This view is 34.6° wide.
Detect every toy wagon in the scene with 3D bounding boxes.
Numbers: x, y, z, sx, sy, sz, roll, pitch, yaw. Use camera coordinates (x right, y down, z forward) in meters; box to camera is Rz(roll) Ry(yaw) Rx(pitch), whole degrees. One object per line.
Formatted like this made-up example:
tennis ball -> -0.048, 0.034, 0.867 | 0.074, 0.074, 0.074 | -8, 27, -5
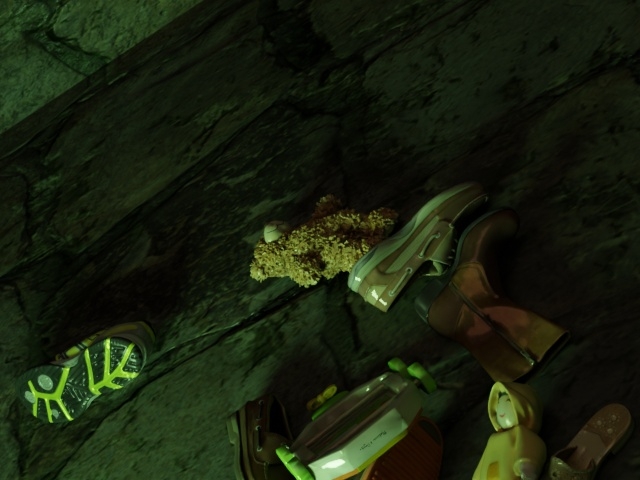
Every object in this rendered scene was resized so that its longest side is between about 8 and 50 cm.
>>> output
toy wagon -> 0.051, 0.302, 1.731 | 0.267, 0.068, 0.344 | -36, 5, -10

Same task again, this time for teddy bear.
teddy bear -> 0.000, 0.000, 2.103 | 0.338, 0.113, 0.245 | 11, 60, 45

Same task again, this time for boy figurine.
boy figurine -> 0.276, 0.341, 1.534 | 0.177, 0.092, 0.285 | 135, 156, -65

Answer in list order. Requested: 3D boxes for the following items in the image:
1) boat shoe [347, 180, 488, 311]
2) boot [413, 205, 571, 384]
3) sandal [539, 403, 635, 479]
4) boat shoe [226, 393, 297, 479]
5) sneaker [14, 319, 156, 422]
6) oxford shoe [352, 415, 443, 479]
boat shoe -> 0.202, 0.016, 1.934 | 0.324, 0.123, 0.116 | -39, 71, -10
boot -> 0.320, 0.092, 1.760 | 0.264, 0.096, 0.280 | -45, 39, -5
sandal -> 0.367, 0.327, 1.512 | 0.240, 0.079, 0.088 | -50, 39, -10
boat shoe -> -0.086, 0.385, 1.813 | 0.104, 0.111, 0.307 | -38, 39, 7
sneaker -> -0.512, 0.290, 2.272 | 0.385, 0.145, 0.147 | -22, 12, 27
oxford shoe -> 0.065, 0.428, 1.640 | 0.363, 0.130, 0.133 | -50, 20, -26
